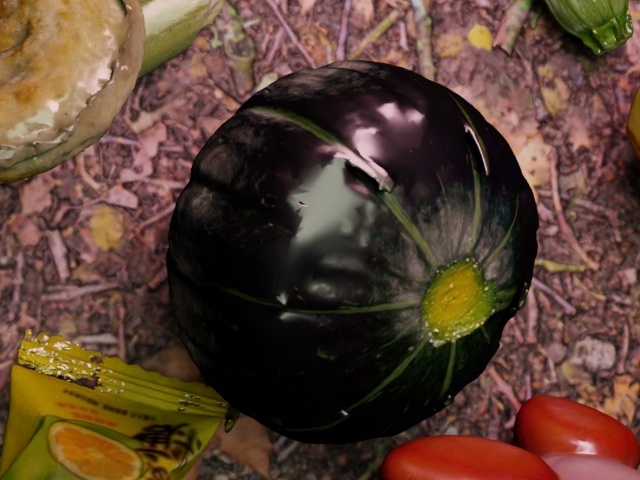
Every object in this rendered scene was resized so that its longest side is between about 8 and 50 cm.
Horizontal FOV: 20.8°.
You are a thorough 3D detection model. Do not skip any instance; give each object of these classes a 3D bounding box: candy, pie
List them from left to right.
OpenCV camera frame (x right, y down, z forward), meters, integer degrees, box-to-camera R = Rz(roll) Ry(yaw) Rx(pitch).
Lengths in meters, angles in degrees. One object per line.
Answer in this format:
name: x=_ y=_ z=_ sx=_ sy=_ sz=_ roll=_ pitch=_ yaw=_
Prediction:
pie: x=-0.265 y=-0.152 z=1.298 sx=0.274 sy=0.055 sz=0.274 roll=-1 pitch=64 yaw=3
candy: x=-0.166 y=0.190 z=1.256 sx=0.187 sy=0.081 sz=0.297 roll=17 pitch=39 yaw=-1

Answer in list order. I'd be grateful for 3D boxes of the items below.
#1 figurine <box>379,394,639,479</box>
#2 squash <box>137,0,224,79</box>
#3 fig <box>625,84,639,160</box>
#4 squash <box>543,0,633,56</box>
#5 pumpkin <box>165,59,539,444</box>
figurine: x=0.204 y=0.261 z=1.336 sx=0.269 sy=0.211 sz=0.261 roll=-7 pitch=92 yaw=-51
squash: x=-0.168 y=-0.151 z=1.368 sx=0.239 sy=0.069 sz=0.069 roll=-33 pitch=95 yaw=-18
fig: x=0.418 y=-0.123 z=1.470 sx=0.326 sy=0.258 sz=0.258 roll=-21 pitch=91 yaw=-7
squash: x=0.195 y=-0.255 z=1.501 sx=0.077 sy=0.068 sz=0.219 roll=-41 pitch=97 yaw=-34
pumpkin: x=0.000 y=0.000 z=1.329 sx=0.296 sy=0.296 sz=0.296 roll=2 pitch=83 yaw=-18
